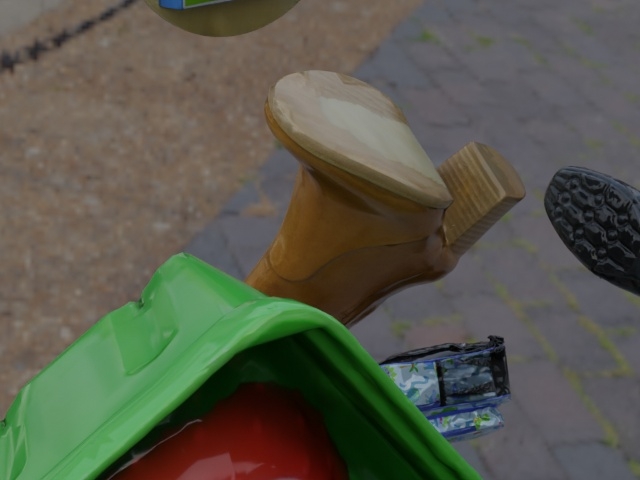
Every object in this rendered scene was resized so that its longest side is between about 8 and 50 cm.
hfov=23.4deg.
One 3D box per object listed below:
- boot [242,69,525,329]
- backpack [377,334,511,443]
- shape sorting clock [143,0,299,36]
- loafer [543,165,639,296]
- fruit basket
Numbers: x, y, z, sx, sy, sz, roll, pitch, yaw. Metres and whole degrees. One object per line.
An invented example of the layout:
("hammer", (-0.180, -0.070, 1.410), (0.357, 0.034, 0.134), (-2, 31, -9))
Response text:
("boot", (0.000, -0.001, 1.069), (0.295, 0.211, 0.104), (14, 42, -54))
("backpack", (0.102, 0.128, 1.290), (0.114, 0.084, 0.105), (-7, -8, 6))
("shape sorting clock", (-0.066, -0.255, 1.165), (0.206, 0.206, 0.040), (-15, 30, -38))
("loafer", (0.275, 0.014, 1.240), (0.223, 0.076, 0.078), (38, 20, 31))
("fruit basket", (-0.005, 0.231, 0.717), (0.283, 0.392, 0.392), (-41, 36, 1))
